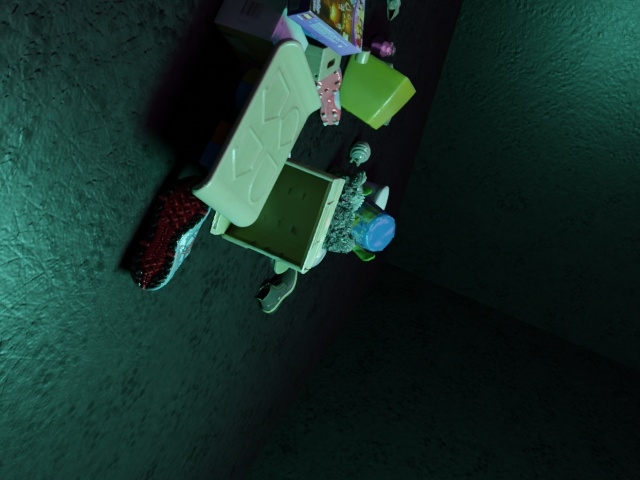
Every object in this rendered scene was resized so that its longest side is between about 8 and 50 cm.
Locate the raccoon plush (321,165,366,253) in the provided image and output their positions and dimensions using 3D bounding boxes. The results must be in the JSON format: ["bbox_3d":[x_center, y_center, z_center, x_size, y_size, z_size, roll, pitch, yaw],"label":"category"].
[{"bbox_3d":[0.028,-0.119,2.051,0.446,0.216,0.300,-13,117,-72],"label":"raccoon plush"}]

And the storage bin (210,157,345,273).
[{"bbox_3d":[-0.110,-0.081,1.461,0.123,0.262,0.261,-27,139,-71],"label":"storage bin"}]

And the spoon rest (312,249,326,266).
[{"bbox_3d":[0.000,0.000,2.385,0.276,0.084,0.137,-59,169,28],"label":"spoon rest"}]

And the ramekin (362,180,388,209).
[{"bbox_3d":[0.206,-0.149,2.738,0.277,0.135,0.277,-59,164,-28],"label":"ramekin"}]

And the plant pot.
[{"bbox_3d":[0.171,-0.500,1.972,0.187,0.212,0.212,-56,168,12],"label":"plant pot"}]

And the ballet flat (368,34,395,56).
[{"bbox_3d":[0.232,-0.698,2.113,0.203,0.074,0.074,-28,139,-67],"label":"ballet flat"}]

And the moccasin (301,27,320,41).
[{"bbox_3d":[-0.043,-0.525,1.249,0.342,0.137,0.117,16,62,-56],"label":"moccasin"}]

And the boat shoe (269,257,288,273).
[{"bbox_3d":[-0.112,-0.042,1.807,0.113,0.103,0.303,-22,136,-49],"label":"boat shoe"}]

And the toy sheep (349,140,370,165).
[{"bbox_3d":[0.159,-0.353,2.358,0.091,0.091,0.132,96,4,-49],"label":"toy sheep"}]

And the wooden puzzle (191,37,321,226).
[{"bbox_3d":[-0.134,-0.214,1.218,0.348,0.080,0.322,-59,167,-5],"label":"wooden puzzle"}]

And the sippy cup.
[{"bbox_3d":[0.185,-0.069,2.443,0.240,0.224,0.305,-54,135,-4],"label":"sippy cup"}]

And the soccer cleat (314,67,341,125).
[{"bbox_3d":[0.025,-0.457,1.764,0.248,0.082,0.095,82,4,-55],"label":"soccer cleat"}]

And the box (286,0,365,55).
[{"bbox_3d":[0.022,-0.547,1.157,0.200,0.057,0.294,10,82,-58],"label":"box"}]

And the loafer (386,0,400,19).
[{"bbox_3d":[0.255,-0.824,2.058,0.039,0.045,0.125,-58,168,-5],"label":"loafer"}]

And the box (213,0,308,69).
[{"bbox_3d":[-0.115,-0.419,1.180,0.091,0.130,0.170,-66,165,-5],"label":"box"}]

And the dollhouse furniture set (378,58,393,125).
[{"bbox_3d":[0.231,-0.559,2.202,0.184,0.128,0.129,-64,166,-8],"label":"dollhouse furniture set"}]

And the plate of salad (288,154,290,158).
[{"bbox_3d":[-0.143,-0.170,1.628,0.200,0.048,0.200,-60,174,-11],"label":"plate of salad"}]

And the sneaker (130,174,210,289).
[{"bbox_3d":[-0.310,-0.019,1.223,0.262,0.104,0.125,-60,-178,-9],"label":"sneaker"}]

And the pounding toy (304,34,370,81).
[{"bbox_3d":[0.018,-0.457,1.445,0.181,0.205,0.094,-49,158,-50],"label":"pounding toy"}]

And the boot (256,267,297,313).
[{"bbox_3d":[-0.152,0.156,2.063,0.198,0.076,0.137,-63,160,-19],"label":"boot"}]
